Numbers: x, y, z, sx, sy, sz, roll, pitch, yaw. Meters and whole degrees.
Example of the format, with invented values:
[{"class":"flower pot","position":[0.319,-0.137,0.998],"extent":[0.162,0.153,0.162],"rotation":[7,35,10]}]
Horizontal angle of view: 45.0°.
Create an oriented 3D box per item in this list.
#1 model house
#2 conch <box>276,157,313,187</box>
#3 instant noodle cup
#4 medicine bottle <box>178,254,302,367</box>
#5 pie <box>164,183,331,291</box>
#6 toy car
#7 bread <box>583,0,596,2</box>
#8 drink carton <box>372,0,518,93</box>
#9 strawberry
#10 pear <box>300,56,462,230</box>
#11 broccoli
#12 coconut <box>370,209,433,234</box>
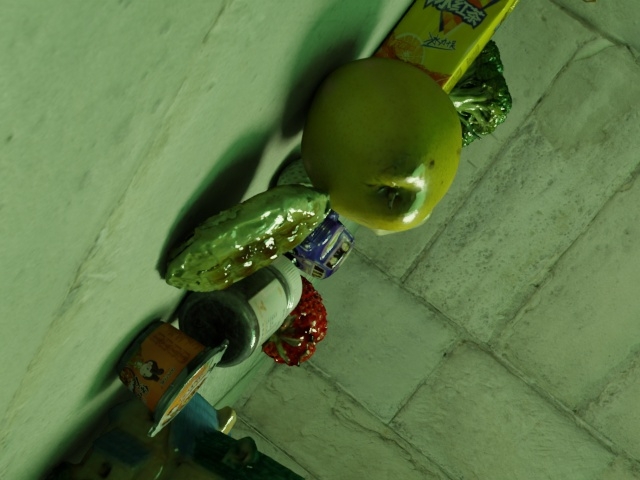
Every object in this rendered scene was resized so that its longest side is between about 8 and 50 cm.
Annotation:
[{"class":"model house","position":[-0.247,0.473,1.501],"extent":[0.343,0.382,0.334],"rotation":[-55,148,-20]},{"class":"conch","position":[-0.034,-0.098,1.479],"extent":[0.135,0.102,0.153],"rotation":[-39,-178,31]},{"class":"instant noodle cup","position":[-0.274,0.223,1.359],"extent":[0.208,0.125,0.177],"rotation":[-49,173,-34]},{"class":"medicine bottle","position":[-0.151,0.129,1.545],"extent":[0.165,0.165,0.273],"rotation":[-56,172,25]},{"class":"pie","position":[-0.115,0.002,1.220],"extent":[0.306,0.071,0.306],"rotation":[-31,169,-6]},{"class":"toy car","position":[0.000,0.000,1.953],"extent":[0.172,0.158,0.235],"rotation":[-52,174,-13]},{"class":"bread","position":[0.442,-0.592,1.330],"extent":[0.204,0.337,0.358],"rotation":[-21,156,-28]},{"class":"drink carton","position":[0.234,-0.393,1.504],"extent":[0.351,0.154,0.111],"rotation":[-53,174,-1]},{"class":"strawberry","position":[-0.084,0.220,2.259],"extent":[0.257,0.261,0.261],"rotation":[-35,162,-48]},{"class":"pear","position":[0.092,-0.155,1.262],"extent":[0.285,0.285,0.336],"rotation":[-55,173,17]},{"class":"broccoli","position":[0.354,-0.387,2.064],"extent":[0.283,0.304,0.321],"rotation":[-10,145,-33]},{"class":"coconut","position":[0.190,-0.136,2.099],"extent":[0.237,0.266,0.237],"rotation":[-44,166,-13]}]
